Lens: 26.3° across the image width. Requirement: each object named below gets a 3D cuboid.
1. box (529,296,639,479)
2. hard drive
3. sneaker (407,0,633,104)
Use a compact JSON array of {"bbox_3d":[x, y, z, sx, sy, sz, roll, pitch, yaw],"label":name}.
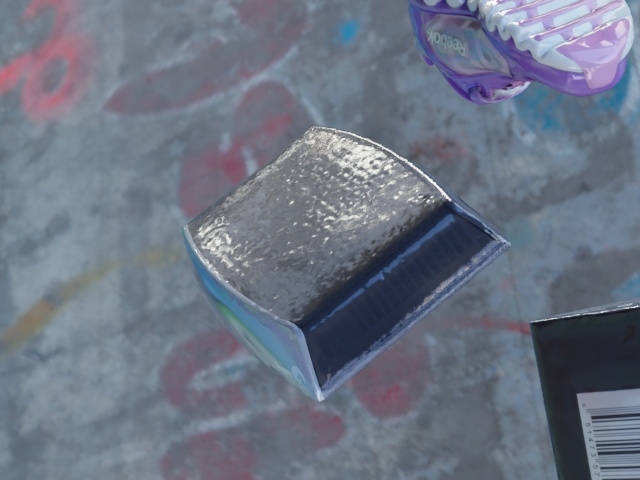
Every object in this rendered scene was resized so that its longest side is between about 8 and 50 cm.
[{"bbox_3d":[0.441,0.187,1.413,0.212,0.396,0.293,-14,86,48],"label":"box"},{"bbox_3d":[0.000,0.000,0.927,0.172,0.054,0.255,-39,27,-8],"label":"hard drive"},{"bbox_3d":[0.134,-0.140,0.972,0.095,0.104,0.236,-16,31,-22],"label":"sneaker"}]
